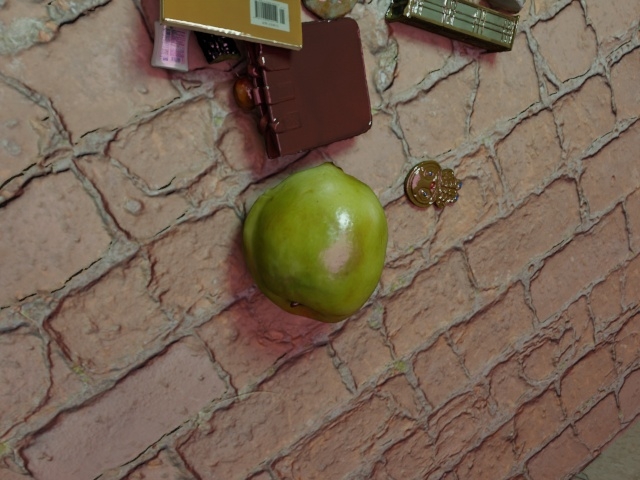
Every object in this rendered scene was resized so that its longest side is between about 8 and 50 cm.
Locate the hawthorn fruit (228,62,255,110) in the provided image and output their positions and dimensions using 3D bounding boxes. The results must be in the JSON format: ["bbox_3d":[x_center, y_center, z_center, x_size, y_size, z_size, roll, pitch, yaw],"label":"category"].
[{"bbox_3d":[-0.160,-0.321,1.100,0.066,0.066,0.103,-37,108,-12],"label":"hawthorn fruit"}]

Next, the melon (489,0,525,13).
[{"bbox_3d":[0.467,-0.624,1.311,0.139,0.093,0.203,54,46,-52],"label":"melon"}]

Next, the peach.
[{"bbox_3d":[0.001,0.008,1.141,0.314,0.281,0.316,41,77,-22],"label":"peach"}]

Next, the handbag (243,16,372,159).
[{"bbox_3d":[-0.020,-0.325,1.117,0.275,0.084,0.260,-26,115,-34],"label":"handbag"}]

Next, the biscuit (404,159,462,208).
[{"bbox_3d":[0.296,-0.143,1.379,0.174,0.026,0.124,7,101,-26],"label":"biscuit"}]

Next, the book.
[{"bbox_3d":[-0.162,-0.547,0.978,0.262,0.028,0.375,1,80,-25],"label":"book"}]

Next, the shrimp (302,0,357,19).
[{"bbox_3d":[0.030,-0.631,1.109,0.164,0.062,0.317,-8,111,-27],"label":"shrimp"}]

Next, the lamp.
[{"bbox_3d":[0.316,-0.525,1.252,0.325,0.089,0.090,4,102,-26],"label":"lamp"}]

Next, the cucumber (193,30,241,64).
[{"bbox_3d":[-0.242,-0.483,1.012,0.072,0.072,0.300,-28,110,-16],"label":"cucumber"}]

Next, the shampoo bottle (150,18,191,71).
[{"bbox_3d":[-0.290,-0.383,1.032,0.072,0.043,0.099,2,102,-26],"label":"shampoo bottle"}]
